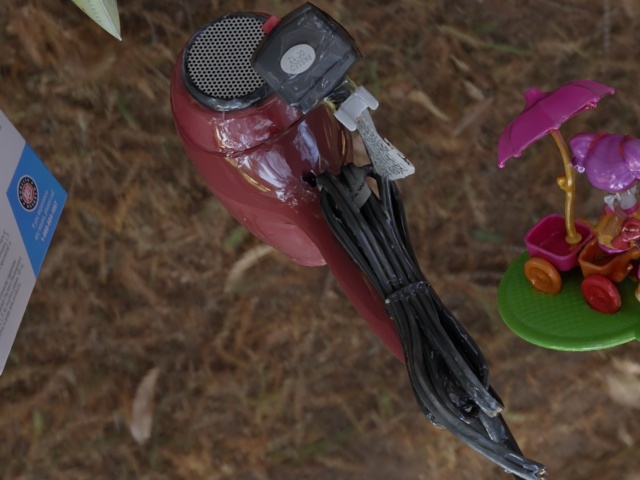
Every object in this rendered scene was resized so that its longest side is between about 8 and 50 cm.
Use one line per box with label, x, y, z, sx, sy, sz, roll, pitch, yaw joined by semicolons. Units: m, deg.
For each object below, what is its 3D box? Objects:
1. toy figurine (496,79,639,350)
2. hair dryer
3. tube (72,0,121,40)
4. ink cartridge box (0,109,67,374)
toy figurine;0.177;-0.024;0.905;0.130;0.173;0.159;-40;129;-27
hair dryer;0.000;0.000;0.658;0.080;0.293;0.223;-25;101;-3
tube;-0.246;-0.274;1.482;0.070;0.240;0.062;20;103;-23
ink cartridge box;-0.237;-0.036;0.744;0.086;0.148;0.203;-16;128;24
